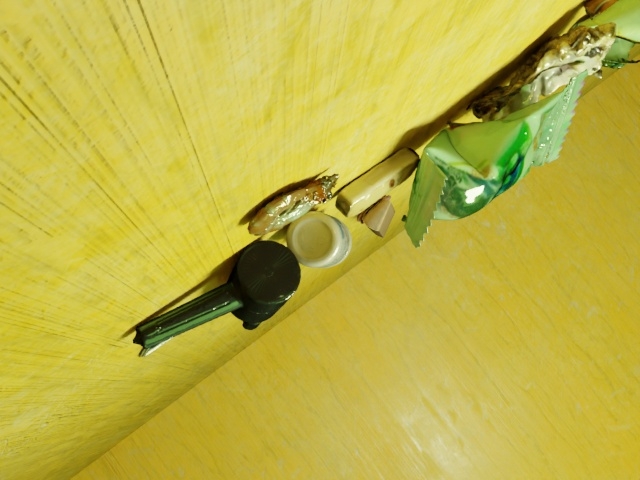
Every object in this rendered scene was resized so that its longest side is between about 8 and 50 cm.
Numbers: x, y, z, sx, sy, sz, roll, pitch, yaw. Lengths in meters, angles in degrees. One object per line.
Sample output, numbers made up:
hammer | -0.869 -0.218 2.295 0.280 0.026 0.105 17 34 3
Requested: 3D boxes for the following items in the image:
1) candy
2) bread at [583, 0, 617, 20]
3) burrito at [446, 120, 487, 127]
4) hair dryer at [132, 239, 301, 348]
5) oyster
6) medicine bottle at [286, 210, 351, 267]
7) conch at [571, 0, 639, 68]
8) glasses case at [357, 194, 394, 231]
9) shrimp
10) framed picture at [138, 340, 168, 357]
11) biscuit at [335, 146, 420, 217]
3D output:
candy | 0.342 -0.164 1.549 0.397 0.172 0.263 -24 159 -13
bread | 0.527 -0.449 1.469 0.083 0.036 0.047 -38 165 20
burrito | 0.328 -0.221 1.644 0.149 0.055 0.041 -3 -158 -16
hair dryer | -0.197 0.123 1.419 0.302 0.116 0.244 -22 168 -22
oyster | 0.437 -0.336 1.578 0.201 0.107 0.354 -2 162 -43
medicine bottle | 0.000 0.000 1.494 0.105 0.105 0.168 -38 173 6
conch | 0.637 -0.436 1.679 0.250 0.137 0.143 -35 174 -14
glasses case | 0.136 -0.073 1.924 0.103 0.070 0.193 -65 170 0
shrimp | -0.035 -0.057 1.200 0.184 0.043 0.091 -31 167 -38
framed picture | -0.276 0.167 1.594 0.183 0.011 0.142 -33 172 -32
biscuit | 0.110 -0.114 1.516 0.188 0.052 0.056 -37 163 -22
